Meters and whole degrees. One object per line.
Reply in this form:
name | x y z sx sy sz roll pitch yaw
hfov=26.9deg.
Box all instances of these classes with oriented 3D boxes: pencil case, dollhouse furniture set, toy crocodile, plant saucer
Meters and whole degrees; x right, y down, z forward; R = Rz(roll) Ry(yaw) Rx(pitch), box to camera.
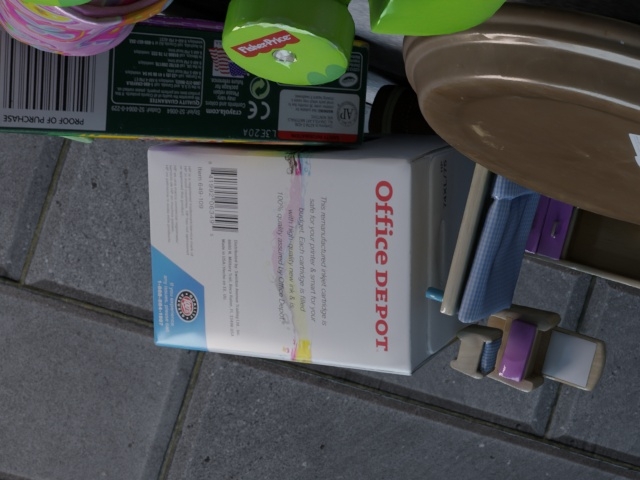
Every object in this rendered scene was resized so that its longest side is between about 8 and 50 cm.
pencil case | -0.158 -0.190 0.892 0.124 0.124 0.284 18 179 -16
dollhouse furniture set | 0.226 0.029 1.191 0.198 0.286 0.303 17 -170 22
toy crocodile | -0.068 -0.169 0.660 0.341 0.115 0.105 16 160 -11
plant saucer | 0.176 -0.065 0.821 0.278 0.041 0.278 20 169 4

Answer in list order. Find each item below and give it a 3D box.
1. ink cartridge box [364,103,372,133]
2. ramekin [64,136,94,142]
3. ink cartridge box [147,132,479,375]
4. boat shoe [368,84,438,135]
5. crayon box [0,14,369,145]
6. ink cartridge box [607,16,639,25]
ink cartridge box | -0.023 -0.164 1.674 0.223 0.045 0.224 18 179 -36
ramekin | -0.385 -0.228 1.536 0.303 0.148 0.303 17 179 0
ink cartridge box | 0.000 0.000 1.298 0.270 0.198 0.197 5 -168 25
boat shoe | 0.143 -0.094 1.451 0.095 0.095 0.257 10 175 28
crayon box | -0.191 -0.151 1.235 0.363 0.106 0.313 0 -173 -32
ink cartridge box | 0.263 -0.084 0.868 0.180 0.060 0.104 18 178 17
